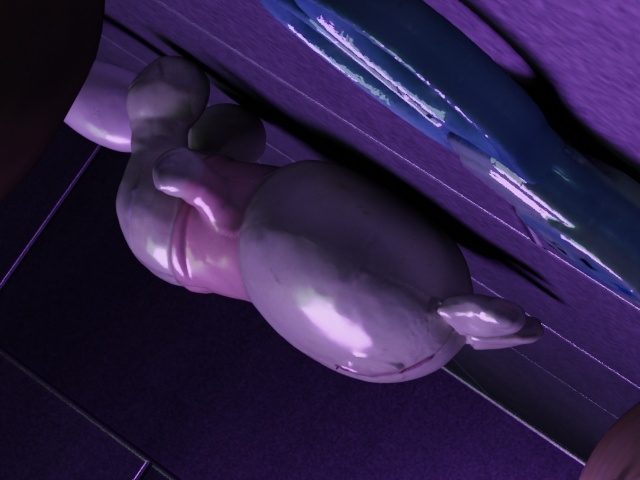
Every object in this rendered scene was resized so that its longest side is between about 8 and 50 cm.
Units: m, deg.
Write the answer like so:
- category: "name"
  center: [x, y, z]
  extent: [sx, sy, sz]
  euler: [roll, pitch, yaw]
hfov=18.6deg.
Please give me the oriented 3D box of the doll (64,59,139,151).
- category: "doll"
  center: [-0.246, -0.121, 1.217]
  extent: [0.311, 0.159, 0.242]
  euler: [29, 174, 26]

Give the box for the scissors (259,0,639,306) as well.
- category: "scissors"
  center: [0.088, -0.006, 0.619]
  extent: [0.256, 0.030, 0.125]
  euler: [38, 178, -14]

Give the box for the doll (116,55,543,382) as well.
- category: "doll"
  center: [-0.010, 0.009, 1.083]
  extent: [0.275, 0.113, 0.155]
  euler: [34, 174, 28]

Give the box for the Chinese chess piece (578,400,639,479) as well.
- category: "Chinese chess piece"
  center: [0.256, 0.183, 1.031]
  extent: [0.273, 0.102, 0.273]
  euler: [35, 176, 3]

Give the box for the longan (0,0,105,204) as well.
- category: "longan"
  center: [-0.186, -0.086, 0.562]
  extent: [0.246, 0.215, 0.246]
  euler: [0, 164, 0]
